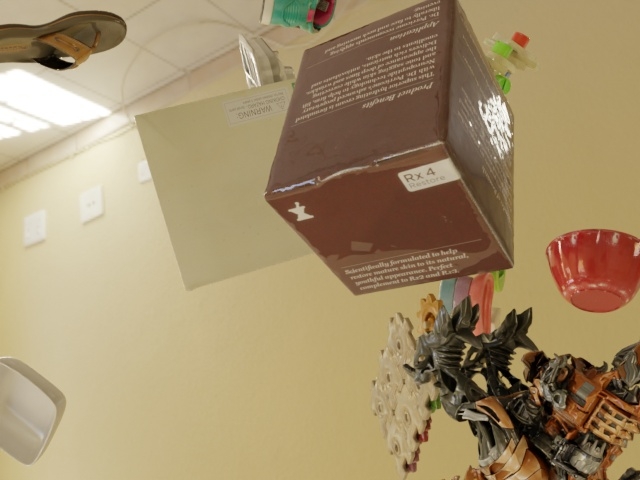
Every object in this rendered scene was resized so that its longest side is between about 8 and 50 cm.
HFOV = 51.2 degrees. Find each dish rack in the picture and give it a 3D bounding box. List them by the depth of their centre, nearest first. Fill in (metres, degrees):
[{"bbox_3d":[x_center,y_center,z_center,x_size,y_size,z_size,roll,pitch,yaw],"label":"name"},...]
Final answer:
[{"bbox_3d":[-0.085,-0.228,1.303,0.073,0.332,0.285,-13,-152,-8],"label":"dish rack"}]

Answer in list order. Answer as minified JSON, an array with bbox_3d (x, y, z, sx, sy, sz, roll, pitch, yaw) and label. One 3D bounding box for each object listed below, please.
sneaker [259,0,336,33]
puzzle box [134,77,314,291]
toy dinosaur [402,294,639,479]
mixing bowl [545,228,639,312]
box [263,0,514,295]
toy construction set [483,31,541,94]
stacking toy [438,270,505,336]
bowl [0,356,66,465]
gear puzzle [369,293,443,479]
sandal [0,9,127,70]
[{"bbox_3d":[-0.049,-0.607,1.666,0.179,0.295,0.123,11,130,-7],"label":"sneaker"},{"bbox_3d":[-0.049,-0.106,1.034,0.409,0.271,0.052,-16,177,-14],"label":"puzzle box"},{"bbox_3d":[0.191,0.177,0.656,0.322,0.218,0.164,-33,147,9],"label":"toy dinosaur"},{"bbox_3d":[0.496,0.067,1.200,0.182,0.098,0.181,12,150,7],"label":"mixing bowl"},{"bbox_3d":[0.076,-0.085,0.629,0.169,0.203,0.167,-13,138,30],"label":"box"},{"bbox_3d":[0.262,-0.202,1.109,0.215,0.327,0.151,18,-175,-31],"label":"toy construction set"},{"bbox_3d":[0.325,0.079,1.490,0.131,0.308,0.279,3,158,24],"label":"stacking toy"},{"bbox_3d":[-0.455,0.253,1.023,0.142,0.142,0.053,-60,171,22],"label":"bowl"},{"bbox_3d":[0.148,0.209,1.045,0.044,0.175,0.338,-5,130,-18],"label":"gear puzzle"},{"bbox_3d":[-0.390,-0.285,0.986,0.219,0.060,0.090,-19,165,-34],"label":"sandal"}]
